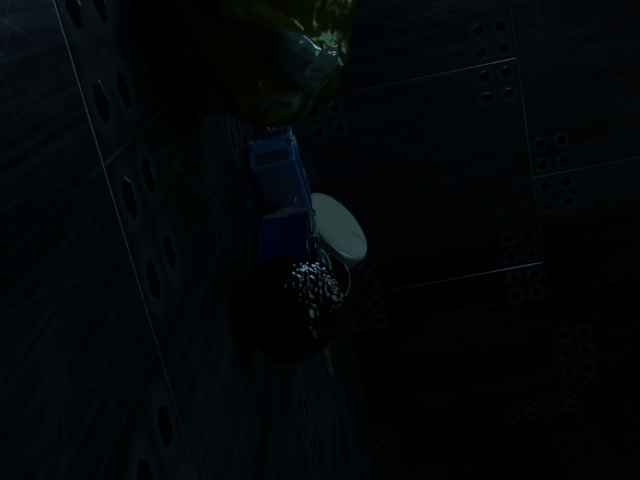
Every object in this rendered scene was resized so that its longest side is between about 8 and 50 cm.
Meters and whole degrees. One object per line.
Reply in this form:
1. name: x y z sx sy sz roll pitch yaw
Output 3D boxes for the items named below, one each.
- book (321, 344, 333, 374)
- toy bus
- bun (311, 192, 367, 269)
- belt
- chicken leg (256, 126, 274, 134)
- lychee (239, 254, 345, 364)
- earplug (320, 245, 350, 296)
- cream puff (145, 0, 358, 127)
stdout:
1. book: -0.003 0.216 2.720 0.374 0.028 0.263 -97 176 -45
2. toy bus: -0.089 -0.137 1.927 0.234 0.116 0.134 72 5 -51
3. bun: 0.000 0.000 2.526 0.263 0.175 0.263 35 30 -23
4. belt: -0.063 0.050 1.798 0.347 0.117 0.212 -83 163 -72
5. chicken leg: -0.132 -0.251 2.087 0.089 0.048 0.219 -100 177 -52
6. lychee: -0.050 0.110 1.411 0.194 0.194 0.194 -11 90 -86
7. earplug: -0.035 0.071 2.116 0.257 0.164 0.280 40 -30 28
8. cream puff: -0.123 -0.336 1.230 0.378 0.275 0.378 40 -42 49
